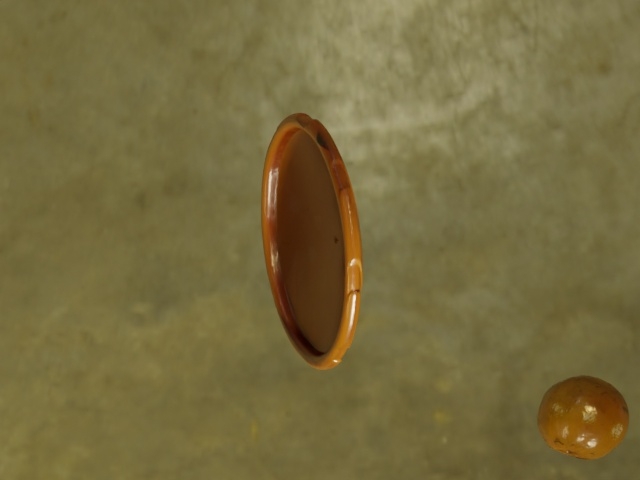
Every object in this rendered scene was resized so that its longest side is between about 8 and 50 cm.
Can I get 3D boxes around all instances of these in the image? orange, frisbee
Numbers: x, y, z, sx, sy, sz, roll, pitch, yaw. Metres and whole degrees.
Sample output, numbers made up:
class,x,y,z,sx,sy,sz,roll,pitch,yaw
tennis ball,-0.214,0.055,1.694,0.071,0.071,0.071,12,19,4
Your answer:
class,x,y,z,sx,sy,sz,roll,pitch,yaw
orange,0.232,0.158,1.416,0.083,0.070,0.083,14,156,6
frisbee,0.000,0.000,1.196,0.035,0.192,0.192,-6,124,-21
